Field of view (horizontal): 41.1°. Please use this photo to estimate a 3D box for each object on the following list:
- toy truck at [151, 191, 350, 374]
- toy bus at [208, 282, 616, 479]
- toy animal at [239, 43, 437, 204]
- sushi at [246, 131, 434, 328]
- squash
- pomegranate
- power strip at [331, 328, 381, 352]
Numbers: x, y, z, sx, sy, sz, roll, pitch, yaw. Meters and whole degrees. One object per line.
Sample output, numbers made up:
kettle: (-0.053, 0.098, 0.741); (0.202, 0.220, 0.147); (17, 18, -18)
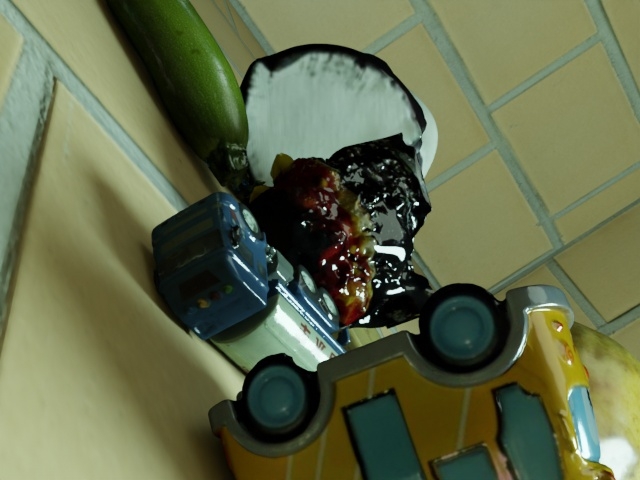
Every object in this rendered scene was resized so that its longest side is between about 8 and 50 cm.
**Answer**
toy truck: (-0.040, 0.060, 0.610); (0.201, 0.074, 0.088); (51, 18, -40)
toy bus: (0.056, 0.116, 0.472); (0.126, 0.210, 0.136); (43, 26, -65)
toy animal: (0.021, -0.113, 1.056); (0.250, 0.251, 0.310); (57, 3, 5)
sushi: (0.000, 0.000, 0.778); (0.151, 0.153, 0.172); (0, 71, -45)
squash: (-0.143, -0.183, 0.901); (0.331, 0.087, 0.087); (61, 9, 18)
pomegranate: (0.242, 0.221, 0.972); (0.281, 0.281, 0.281); (55, 8, -11)
power strip: (0.070, 0.167, 0.881); (0.064, 0.044, 0.305); (2, 54, -60)
